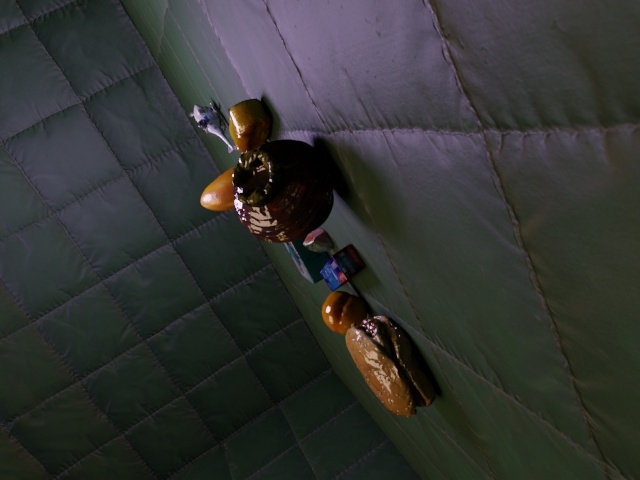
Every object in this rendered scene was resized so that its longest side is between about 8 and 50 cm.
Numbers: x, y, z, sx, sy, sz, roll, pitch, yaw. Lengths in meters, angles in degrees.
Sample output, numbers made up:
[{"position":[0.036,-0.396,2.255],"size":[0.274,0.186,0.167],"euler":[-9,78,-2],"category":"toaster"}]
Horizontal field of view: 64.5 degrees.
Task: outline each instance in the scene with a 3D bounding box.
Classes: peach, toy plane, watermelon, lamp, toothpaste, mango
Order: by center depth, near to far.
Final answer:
[{"position":[-0.086,-0.109,1.109],"size":[0.247,0.246,0.247],"euler":[55,169,17],"category":"lamp"},{"position":[0.057,0.085,1.442],"size":[0.076,0.066,0.320],"euler":[57,168,6],"category":"toothpaste"},{"position":[0.002,0.003,1.519],"size":[0.092,0.072,0.084],"euler":[19,180,-34],"category":"watermelon"},{"position":[0.072,0.222,1.550],"size":[0.138,0.138,0.138],"euler":[55,169,17],"category":"peach"},{"position":[-0.306,-0.185,1.811],"size":[0.187,0.257,0.138],"euler":[48,165,45],"category":"mango"},{"position":[-0.408,-0.434,2.003],"size":[0.273,0.107,0.182],"euler":[55,175,-4],"category":"toy plane"}]

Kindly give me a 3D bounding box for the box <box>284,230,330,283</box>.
[{"position":[-0.061,0.010,1.690],"size":[0.245,0.092,0.153],"euler":[61,169,-13],"category":"box"}]

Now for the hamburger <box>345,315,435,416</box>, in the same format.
[{"position":[0.182,0.340,1.385],"size":[0.283,0.144,0.259],"euler":[64,172,1],"category":"hamburger"}]

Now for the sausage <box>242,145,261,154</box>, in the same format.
[{"position":[-0.152,-0.206,1.507],"size":[0.312,0.093,0.093],"euler":[50,166,39],"category":"sausage"}]

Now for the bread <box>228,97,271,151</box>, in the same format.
[{"position":[-0.194,-0.309,1.402],"size":[0.095,0.102,0.245],"euler":[65,168,1],"category":"bread"}]
